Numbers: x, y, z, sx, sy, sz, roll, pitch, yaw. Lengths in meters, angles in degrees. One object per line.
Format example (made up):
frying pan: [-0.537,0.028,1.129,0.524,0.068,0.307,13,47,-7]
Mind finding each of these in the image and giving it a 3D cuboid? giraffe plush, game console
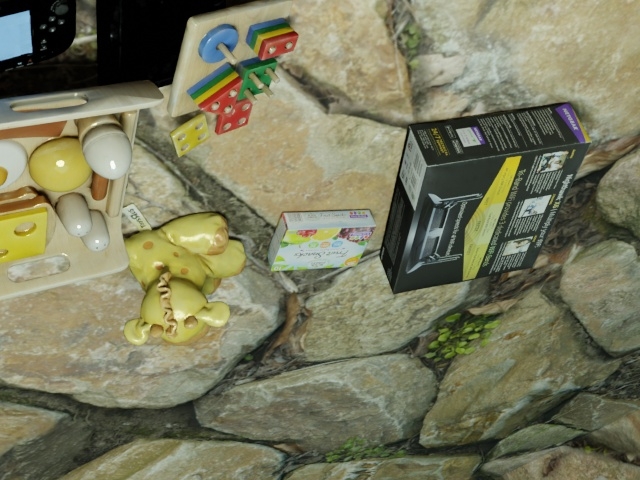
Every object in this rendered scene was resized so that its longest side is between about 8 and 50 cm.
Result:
giraffe plush: [-0.192,0.066,1.230,0.181,0.170,0.210,-31,144,19]
game console: [-0.253,-0.200,0.865,0.361,0.044,0.213,-21,153,-24]

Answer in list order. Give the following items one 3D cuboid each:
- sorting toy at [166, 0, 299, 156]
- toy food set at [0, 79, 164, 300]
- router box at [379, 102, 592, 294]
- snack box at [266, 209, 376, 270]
sorting toy: [-0.093,-0.184,0.993,0.132,0.046,0.274,-24,154,-36]
toy food set: [-0.292,-0.040,0.967,0.220,0.092,0.306,-14,149,-29]
router box: [0.230,-0.054,1.339,0.243,0.081,0.308,-9,145,-13]
snack box: [0.000,0.000,1.346,0.141,0.037,0.100,-3,144,-22]
